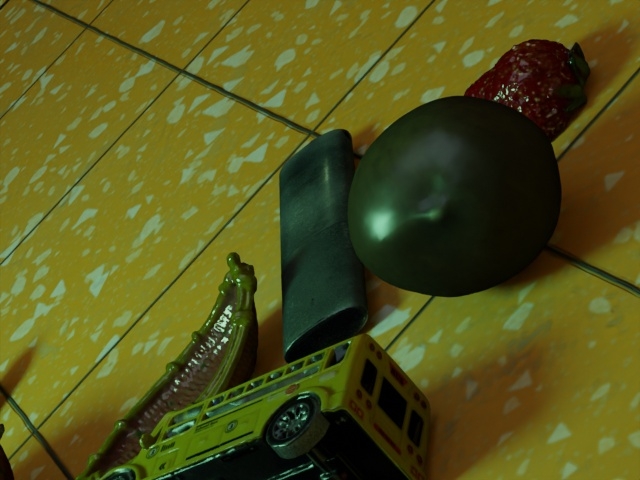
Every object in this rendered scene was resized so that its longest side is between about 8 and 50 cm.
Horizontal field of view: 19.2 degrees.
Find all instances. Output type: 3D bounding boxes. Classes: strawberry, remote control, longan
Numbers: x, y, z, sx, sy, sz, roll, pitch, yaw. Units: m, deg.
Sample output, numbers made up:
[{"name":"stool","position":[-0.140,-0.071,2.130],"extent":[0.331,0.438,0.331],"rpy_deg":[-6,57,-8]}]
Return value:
[{"name":"strawberry","position":[0.202,-0.152,2.012],"extent":[0.187,0.082,0.146],"rpy_deg":[-34,21,30]},{"name":"remote control","position":[0.000,0.000,2.102],"extent":[0.107,0.044,0.377],"rpy_deg":[-40,26,20]},{"name":"longan","position":[0.132,-0.043,1.814],"extent":[0.220,0.196,0.196],"rpy_deg":[-34,27,37]}]

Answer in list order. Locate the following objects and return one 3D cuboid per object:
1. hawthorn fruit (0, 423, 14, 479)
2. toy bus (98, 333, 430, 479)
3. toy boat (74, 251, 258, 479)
[{"name":"hawthorn fruit","position":[-0.456,0.295,2.088],"extent":[0.300,0.275,0.275],"rpy_deg":[-39,27,9]},{"name":"toy bus","position":[-0.062,0.215,1.771],"extent":[0.331,0.145,0.151],"rpy_deg":[-24,32,30]},{"name":"toy boat","position":[-0.153,0.165,2.026],"extent":[0.318,0.099,0.141],"rpy_deg":[-54,24,-13]}]
